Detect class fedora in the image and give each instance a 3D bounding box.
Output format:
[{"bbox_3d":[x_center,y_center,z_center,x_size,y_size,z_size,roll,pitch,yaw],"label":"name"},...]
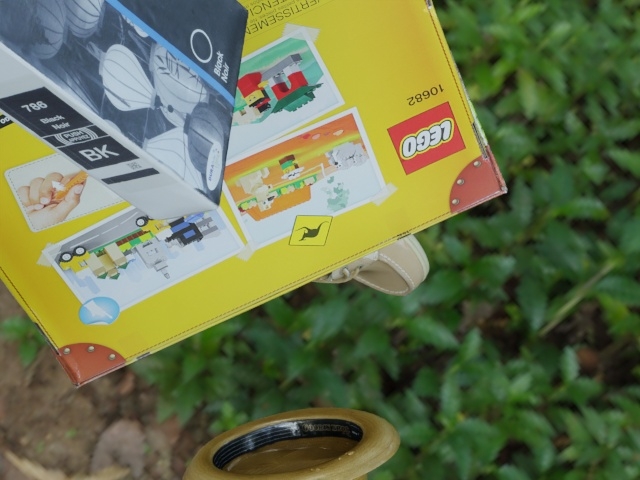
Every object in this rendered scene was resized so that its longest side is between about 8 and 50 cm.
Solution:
[{"bbox_3d":[-0.021,0.212,1.374,0.194,0.194,0.079,-30,114,-52],"label":"fedora"}]

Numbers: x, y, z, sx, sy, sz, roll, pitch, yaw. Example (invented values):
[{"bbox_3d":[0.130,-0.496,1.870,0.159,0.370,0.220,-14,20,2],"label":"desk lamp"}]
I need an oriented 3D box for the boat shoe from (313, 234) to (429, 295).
[{"bbox_3d":[0.000,0.000,1.908,0.341,0.122,0.110,33,59,-36],"label":"boat shoe"}]

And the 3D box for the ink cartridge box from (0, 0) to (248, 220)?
[{"bbox_3d":[-0.169,-0.156,0.972,0.333,0.065,0.165,36,53,-47],"label":"ink cartridge box"}]

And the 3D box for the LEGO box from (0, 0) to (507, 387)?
[{"bbox_3d":[-0.113,-0.123,1.557,0.193,0.500,0.372,-112,177,-48],"label":"LEGO box"}]
